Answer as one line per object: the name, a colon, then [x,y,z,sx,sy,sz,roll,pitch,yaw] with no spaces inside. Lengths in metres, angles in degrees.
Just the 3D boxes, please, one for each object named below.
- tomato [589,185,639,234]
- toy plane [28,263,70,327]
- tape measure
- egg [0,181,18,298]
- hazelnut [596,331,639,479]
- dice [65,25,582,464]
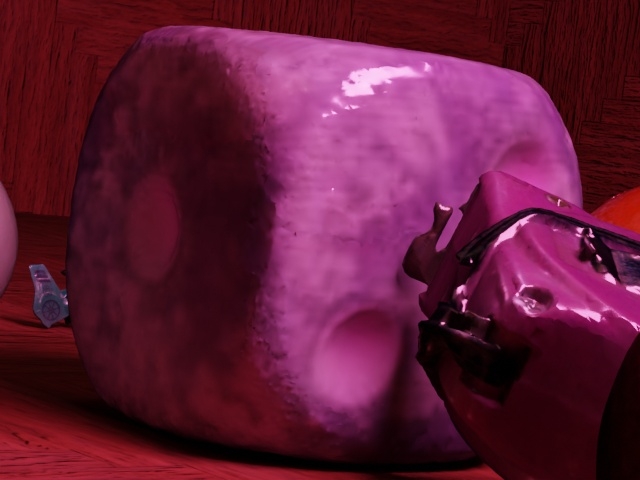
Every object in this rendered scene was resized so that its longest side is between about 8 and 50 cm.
tomato: [0.283,0.050,1.590,0.208,0.208,0.184,4,16,-39]
toy plane: [-0.172,0.043,1.808,0.235,0.096,0.060,-19,16,-38]
tape measure: [0.168,0.067,1.078,0.245,0.149,0.231,23,16,-9]
egg: [-0.339,-0.005,1.258,0.283,0.203,0.203,5,4,-26]
hazelnut: [0.240,0.110,0.820,0.234,0.218,0.218,-12,-2,16]
dice: [0.000,0.000,1.307,0.271,0.270,0.270,4,5,-36]
